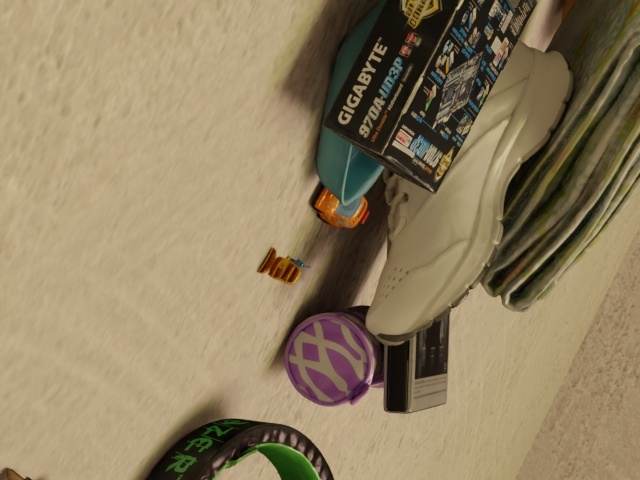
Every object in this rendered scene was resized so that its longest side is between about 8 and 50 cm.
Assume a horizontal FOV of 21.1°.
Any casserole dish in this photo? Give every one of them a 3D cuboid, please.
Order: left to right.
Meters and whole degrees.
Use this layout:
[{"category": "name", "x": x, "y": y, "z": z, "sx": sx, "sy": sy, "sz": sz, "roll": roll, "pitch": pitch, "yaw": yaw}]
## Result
[{"category": "casserole dish", "x": 0.038, "y": -0.111, "z": 1.302, "sx": 0.114, "sy": 0.037, "sz": 0.188, "roll": -50, "pitch": 162, "yaw": -39}]

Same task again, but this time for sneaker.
[{"category": "sneaker", "x": 0.098, "y": -0.052, "z": 1.436, "sx": 0.297, "sy": 0.129, "sz": 0.111, "roll": -65, "pitch": -165, "yaw": -18}]

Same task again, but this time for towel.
[{"category": "towel", "x": 0.258, "y": -0.139, "z": 1.564, "sx": 0.320, "sy": 0.090, "sz": 0.374, "roll": -58, "pitch": -173, "yaw": 35}]

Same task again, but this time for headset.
[{"category": "headset", "x": -0.038, "y": 0.341, "z": 1.381, "sx": 0.243, "sy": 0.185, "sz": 0.394, "roll": -25, "pitch": 115, "yaw": -51}]

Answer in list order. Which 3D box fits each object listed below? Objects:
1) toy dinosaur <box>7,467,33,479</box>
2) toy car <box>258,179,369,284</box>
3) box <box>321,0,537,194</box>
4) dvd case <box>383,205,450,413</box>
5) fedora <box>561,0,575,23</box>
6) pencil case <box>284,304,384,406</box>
[{"category": "toy dinosaur", "x": -0.188, "y": 0.263, "z": 1.063, "sx": 0.200, "sy": 0.127, "sz": 0.296, "roll": -54, "pitch": 159, "yaw": -2}, {"category": "toy car", "x": 0.000, "y": 0.000, "z": 1.362, "sx": 0.122, "sy": 0.040, "sz": 0.060, "roll": -55, "pitch": 164, "yaw": -26}, {"category": "box", "x": 0.086, "y": -0.133, "z": 1.253, "sx": 0.175, "sy": 0.051, "sz": 0.220, "roll": -62, "pitch": 165, "yaw": 2}, {"category": "dvd case", "x": 0.091, "y": 0.034, "z": 1.562, "sx": 0.179, "sy": 0.030, "sz": 0.238, "roll": 9, "pitch": 83, "yaw": -75}, {"category": "fedora", "x": 0.313, "y": -0.270, "z": 1.858, "sx": 0.194, "sy": 0.079, "sz": 0.194, "roll": 21, "pitch": 90, "yaw": -76}, {"category": "pencil case", "x": 0.033, "y": 0.106, "z": 1.566, "sx": 0.086, "sy": 0.088, "sz": 0.206, "roll": -38, "pitch": 169, "yaw": 15}]
